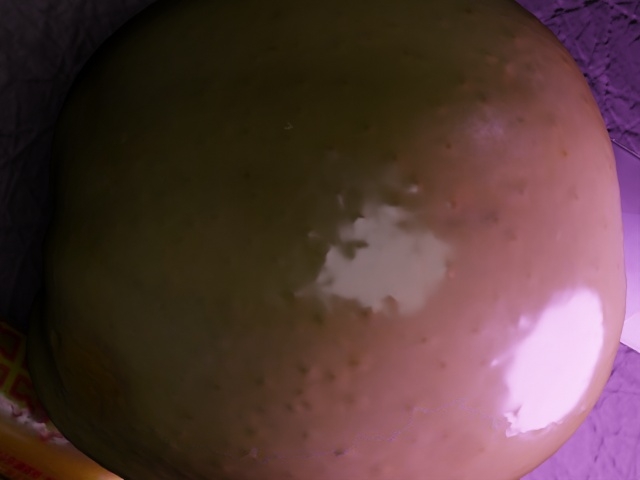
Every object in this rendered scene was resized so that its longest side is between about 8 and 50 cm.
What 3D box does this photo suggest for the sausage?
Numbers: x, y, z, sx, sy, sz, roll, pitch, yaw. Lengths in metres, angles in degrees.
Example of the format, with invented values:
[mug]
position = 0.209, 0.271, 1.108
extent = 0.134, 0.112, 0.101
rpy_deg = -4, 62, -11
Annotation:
[sausage]
position = -0.221, 0.153, 1.488
extent = 0.317, 0.117, 0.125
rpy_deg = 33, 74, -18

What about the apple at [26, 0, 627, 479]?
[apple]
position = 0.000, 0.000, 1.389
extent = 0.473, 0.473, 0.474
rpy_deg = -1, 94, -19

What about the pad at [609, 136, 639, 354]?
[pad]
position = 0.243, -0.018, 1.699
extent = 0.243, 0.004, 0.164
rpy_deg = 30, 84, -19
